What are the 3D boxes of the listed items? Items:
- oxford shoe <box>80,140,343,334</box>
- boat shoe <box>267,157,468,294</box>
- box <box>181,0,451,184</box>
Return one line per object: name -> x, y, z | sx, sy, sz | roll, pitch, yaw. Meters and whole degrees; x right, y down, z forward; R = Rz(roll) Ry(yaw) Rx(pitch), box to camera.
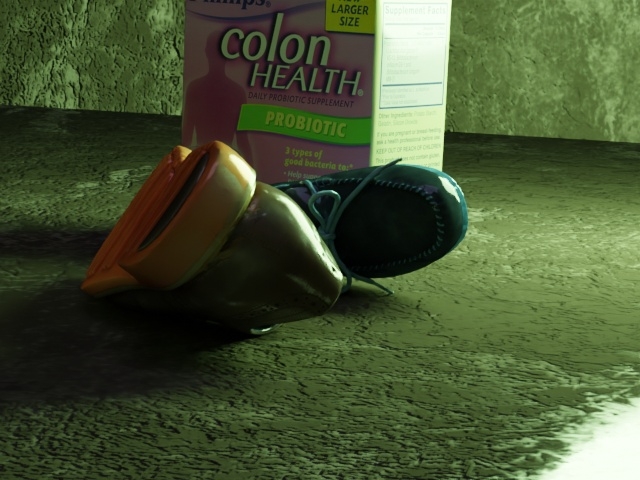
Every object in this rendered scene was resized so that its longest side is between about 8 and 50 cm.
oxford shoe -> -0.079, 0.017, 1.394 | 0.132, 0.130, 0.363 | 34, -5, -11
boat shoe -> 0.000, 0.000, 1.557 | 0.258, 0.109, 0.089 | -12, 3, 43
box -> -0.008, -0.112, 1.751 | 0.213, 0.243, 0.117 | 9, 10, 36
